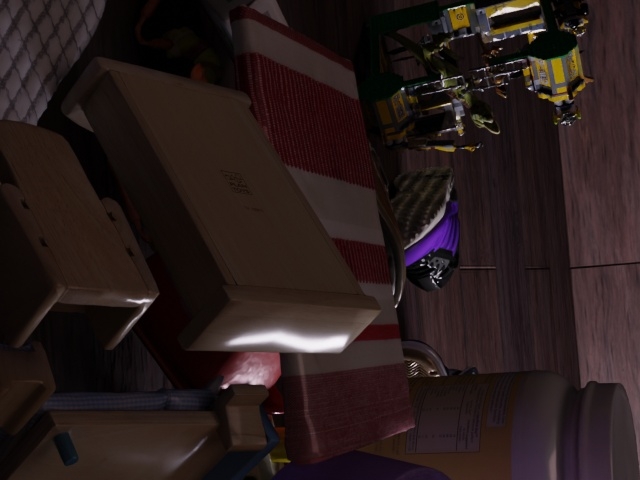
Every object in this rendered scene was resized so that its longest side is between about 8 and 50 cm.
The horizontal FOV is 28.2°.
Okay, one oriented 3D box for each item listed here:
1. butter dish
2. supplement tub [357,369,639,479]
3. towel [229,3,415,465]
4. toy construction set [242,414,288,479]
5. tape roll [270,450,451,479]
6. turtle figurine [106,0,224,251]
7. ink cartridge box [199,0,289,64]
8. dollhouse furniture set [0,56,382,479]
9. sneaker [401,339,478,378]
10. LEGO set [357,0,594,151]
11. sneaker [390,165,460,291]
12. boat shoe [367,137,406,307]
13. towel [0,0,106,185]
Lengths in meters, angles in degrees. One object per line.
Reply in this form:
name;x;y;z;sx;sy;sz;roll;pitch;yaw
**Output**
butter dish;-0.075;0.051;1.028;0.160;0.118;0.160;50;15;23
supplement tub;0.166;0.264;1.380;0.241;0.331;0.241;-6;90;-69
towel;0.000;0.000;0.997;0.237;0.037;0.329;9;71;-70
toy construction set;-0.047;0.309;1.096;0.215;0.151;0.328;-81;152;-56
tape roll;0.020;0.301;0.973;0.275;0.090;0.275;-21;115;-56
turtle figurine;-0.096;-0.093;1.128;0.217;0.087;0.269;53;33;-58
ink cartridge box;-0.077;-0.194;1.170;0.225;0.056;0.181;48;-9;46
dollhouse furniture set;-0.171;0.061;0.819;0.286;0.303;0.198;8;42;-49
sneaker;0.144;0.187;1.664;0.282;0.099;0.153;74;27;-44
LEGO set;0.204;-0.192;1.673;0.255;0.331;0.192;-102;173;-51
sneaker;0.135;0.007;1.684;0.293;0.102;0.146;-48;130;-63
boat shoe;0.035;-0.057;1.428;0.104;0.110;0.307;-67;145;-49
towel;-0.228;-0.194;0.773;0.235;0.121;0.284;72;28;-49
